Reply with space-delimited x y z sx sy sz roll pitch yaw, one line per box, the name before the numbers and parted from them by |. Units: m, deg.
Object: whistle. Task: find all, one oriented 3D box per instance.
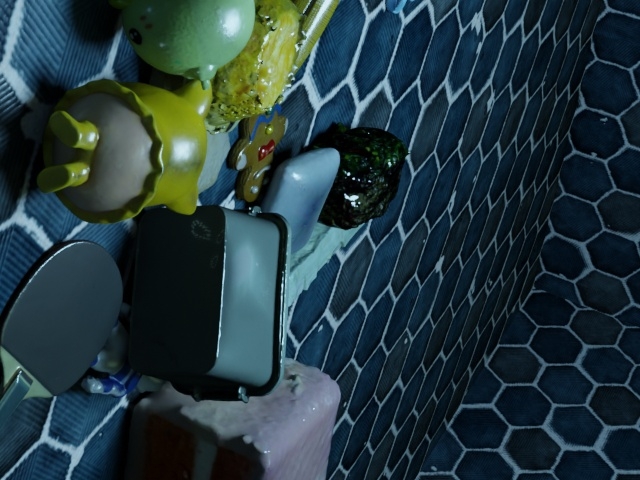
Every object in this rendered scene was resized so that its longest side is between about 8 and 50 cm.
whistle | -0.156 -0.281 1.201 0.141 0.141 0.294 -50 126 -43

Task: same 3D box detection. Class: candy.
candy | -0.042 -0.049 1.777 0.138 0.071 0.174 -26 146 -52

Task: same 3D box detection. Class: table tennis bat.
table tennis bat | -0.302 0.121 1.319 0.274 0.021 0.154 -58 144 -23

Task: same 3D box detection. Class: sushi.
sushi | 0.054 -0.106 1.920 0.225 0.124 0.127 -31 141 -58

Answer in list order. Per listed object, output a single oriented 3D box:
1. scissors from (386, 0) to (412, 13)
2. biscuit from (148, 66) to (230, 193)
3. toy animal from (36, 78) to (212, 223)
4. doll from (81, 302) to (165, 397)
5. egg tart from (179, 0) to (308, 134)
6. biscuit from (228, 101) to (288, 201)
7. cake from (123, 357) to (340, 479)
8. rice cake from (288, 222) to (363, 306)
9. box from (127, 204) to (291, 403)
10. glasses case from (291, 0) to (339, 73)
scissors | 0.152 -0.479 1.930 0.125 0.030 0.256 -47 155 -45
biscuit | -0.161 -0.134 1.435 0.141 0.038 0.290 -56 158 -32
toy animal | -0.194 -0.092 1.242 0.230 0.156 0.156 -19 128 -62
doll | -0.244 0.140 1.485 0.114 0.057 0.227 -67 153 -19
egg tart | -0.082 -0.212 1.394 0.212 0.090 0.212 -55 157 -36
biscuit | -0.079 -0.142 1.671 0.138 0.031 0.205 -43 150 -52
cake | -0.123 0.315 1.719 0.230 0.237 0.309 -38 143 -57
rice cake | 0.000 0.000 1.987 0.336 0.063 0.066 -46 143 -46
box | -0.137 0.069 1.480 0.135 0.163 0.243 22 69 -61
glasses case | -0.024 -0.276 1.532 0.234 0.064 0.079 -60 -173 3
